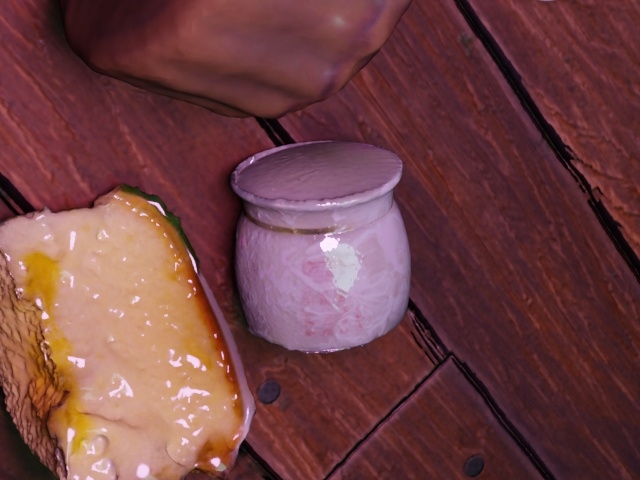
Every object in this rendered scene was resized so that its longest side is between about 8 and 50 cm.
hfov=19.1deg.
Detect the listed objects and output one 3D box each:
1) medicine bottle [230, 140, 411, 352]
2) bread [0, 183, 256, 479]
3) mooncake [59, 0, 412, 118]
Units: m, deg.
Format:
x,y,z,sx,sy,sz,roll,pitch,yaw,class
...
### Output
x,y,z,sx,sy,sz,roll,pitch,yaw,class
0.000,0.000,1.575,0.147,0.147,0.143,-16,115,-26,medicine bottle
-0.171,0.100,1.518,0.174,0.133,0.252,-16,75,-30,bread
-0.052,-0.233,1.355,0.161,0.290,0.290,19,99,-38,mooncake
